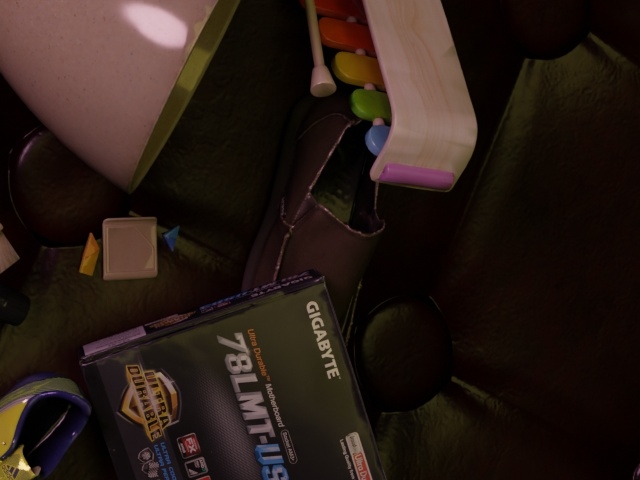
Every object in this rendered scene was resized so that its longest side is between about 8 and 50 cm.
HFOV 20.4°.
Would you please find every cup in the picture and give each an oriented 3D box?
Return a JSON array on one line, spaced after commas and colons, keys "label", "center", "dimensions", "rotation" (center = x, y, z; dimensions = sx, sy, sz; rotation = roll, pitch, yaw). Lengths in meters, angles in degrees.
[{"label": "cup", "center": [-0.228, -0.248, 1.875], "dimensions": [0.237, 0.331, 0.331], "rotation": [27, 78, -2]}]

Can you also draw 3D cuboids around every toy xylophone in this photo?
[{"label": "toy xylophone", "center": [0.066, -0.214, 2.062], "dimensions": [0.236, 0.081, 0.323], "rotation": [15, 50, -26]}]

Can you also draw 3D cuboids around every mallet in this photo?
[{"label": "mallet", "center": [-0.389, 0.130, 1.934], "dimensions": [0.062, 0.039, 0.190], "rotation": [36, 79, -28]}]

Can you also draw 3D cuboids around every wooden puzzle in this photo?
[{"label": "wooden puzzle", "center": [-0.220, 0.009, 2.037], "dimensions": [0.116, 0.014, 0.078], "rotation": [5, 94, -30]}]

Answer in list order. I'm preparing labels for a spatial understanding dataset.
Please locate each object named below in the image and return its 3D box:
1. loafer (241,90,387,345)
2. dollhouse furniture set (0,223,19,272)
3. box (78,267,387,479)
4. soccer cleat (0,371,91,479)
[{"label": "loafer", "center": [0.000, 0.000, 2.096], "dimensions": [0.134, 0.130, 0.366], "rotation": [8, 89, -30]}, {"label": "dollhouse furniture set", "center": [-0.432, 0.027, 1.827], "dimensions": [0.182, 0.161, 0.101], "rotation": [-40, 111, -23]}, {"label": "box", "center": [-0.095, 0.215, 2.032], "dimensions": [0.293, 0.073, 0.295], "rotation": [-17, 102, -5]}, {"label": "soccer cleat", "center": [-0.360, 0.257, 1.903], "dimensions": [0.289, 0.121, 0.093], "rotation": [-49, 121, -18]}]
